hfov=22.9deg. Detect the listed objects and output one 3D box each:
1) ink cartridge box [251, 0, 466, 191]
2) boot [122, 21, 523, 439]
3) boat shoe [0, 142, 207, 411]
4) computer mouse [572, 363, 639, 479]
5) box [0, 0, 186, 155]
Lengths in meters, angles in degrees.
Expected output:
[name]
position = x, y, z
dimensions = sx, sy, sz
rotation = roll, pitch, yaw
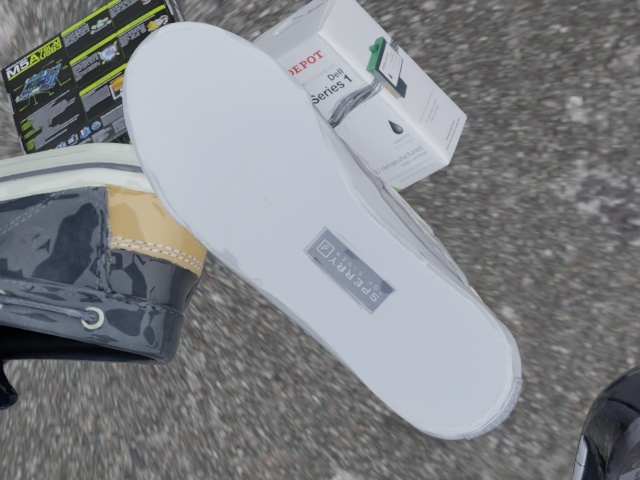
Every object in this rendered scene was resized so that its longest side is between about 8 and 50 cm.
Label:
[ink cartridge box]
position = 0.030, -0.156, 1.794
dimensions = 0.219, 0.160, 0.093
rotation = 43, 44, -20
[boot]
position = 0.000, 0.000, 0.827
dimensions = 0.095, 0.123, 0.258
rotation = -41, 85, 0
[boat shoe]
position = -0.295, 0.051, 1.194
dimensions = 0.500, 0.186, 0.156
rotation = -10, 71, 31
[computer mouse]
position = 0.163, 0.147, 0.955
dimensions = 0.184, 0.262, 0.060
rotation = -24, 59, -5
[box]
position = -0.205, -0.146, 1.516
dimensions = 0.190, 0.184, 0.045
rotation = -31, 135, 7
